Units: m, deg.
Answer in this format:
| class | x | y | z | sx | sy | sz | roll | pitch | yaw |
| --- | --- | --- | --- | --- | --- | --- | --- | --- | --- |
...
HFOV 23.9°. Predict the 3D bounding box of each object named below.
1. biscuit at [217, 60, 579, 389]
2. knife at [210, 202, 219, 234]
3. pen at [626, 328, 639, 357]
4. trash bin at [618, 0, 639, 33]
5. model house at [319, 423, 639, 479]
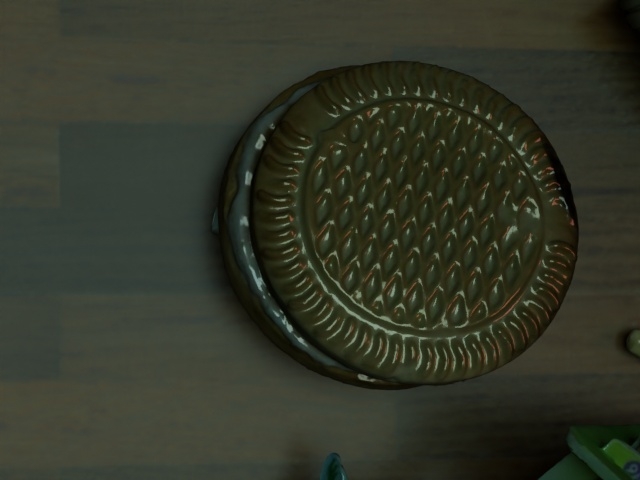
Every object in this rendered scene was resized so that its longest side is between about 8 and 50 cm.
| class | x | y | z | sx | sy | sz | roll | pitch | yaw |
| --- | --- | --- | --- | --- | --- | --- | --- | --- | --- |
| biscuit | 0.057 | -0.014 | 1.081 | 0.259 | 0.079 | 0.259 | 4 | 73 | -14 |
| knife | 0.000 | 0.000 | 1.118 | 0.162 | 0.023 | 0.044 | 19 | 84 | -9 |
| pen | 0.345 | 0.108 | 1.174 | 0.233 | 0.032 | 0.040 | 14 | 109 | -8 |
| trash bin | 0.383 | -0.137 | 1.109 | 0.243 | 0.121 | 0.247 | -30 | 97 | 27 |
| model house | 0.177 | 0.272 | 1.078 | 0.340 | 0.300 | 0.324 | 41 | 106 | 30 |
